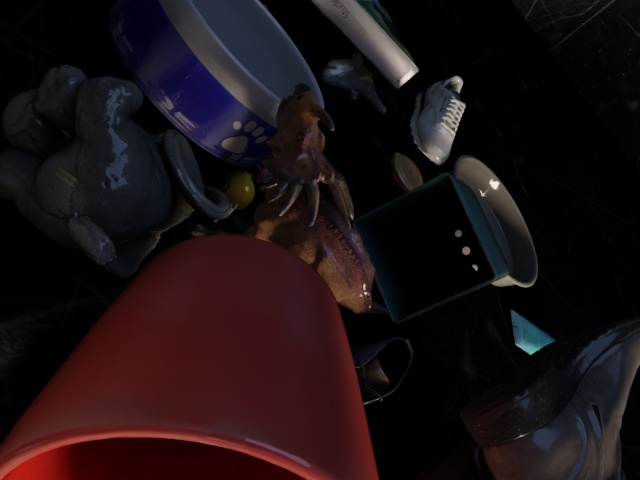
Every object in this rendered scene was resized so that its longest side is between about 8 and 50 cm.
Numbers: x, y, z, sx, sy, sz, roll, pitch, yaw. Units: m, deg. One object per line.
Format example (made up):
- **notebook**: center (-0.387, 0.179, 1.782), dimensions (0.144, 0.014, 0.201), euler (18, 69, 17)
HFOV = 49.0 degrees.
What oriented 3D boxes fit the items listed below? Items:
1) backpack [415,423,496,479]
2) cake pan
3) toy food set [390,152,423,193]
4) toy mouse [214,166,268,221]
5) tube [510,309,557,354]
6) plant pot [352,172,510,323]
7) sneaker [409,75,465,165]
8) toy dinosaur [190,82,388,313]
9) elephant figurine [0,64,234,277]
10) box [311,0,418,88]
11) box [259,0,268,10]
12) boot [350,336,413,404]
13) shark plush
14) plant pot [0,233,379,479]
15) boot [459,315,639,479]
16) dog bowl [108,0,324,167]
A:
- **backpack**: center (0.246, 0.343, 0.848), dimensions (0.263, 0.213, 0.277), euler (52, 38, 10)
- **cake pan**: center (0.337, -0.032, 1.415), dimensions (0.293, 0.054, 0.293), euler (34, 40, -35)
- **toy food set**: center (0.155, -0.118, 1.268), dimensions (0.083, 0.020, 0.082), euler (51, 34, -14)
- **toy mouse**: center (-0.061, -0.048, 0.907), dimensions (0.143, 0.031, 0.161), euler (39, 38, -30)
- **tube**: center (0.443, 0.213, 1.375), dimensions (0.207, 0.052, 0.080), euler (34, 35, -27)
- **plant pot**: center (0.196, 0.016, 1.093), dimensions (0.234, 0.166, 0.165), euler (4, 61, -62)
- **sneaker**: center (0.245, -0.249, 1.428), dimensions (0.090, 0.095, 0.235), euler (40, 39, -31)
- **toy dinosaur**: center (0.000, 0.000, 0.773), dimensions (0.295, 0.200, 0.127), euler (50, 51, -17)
- **elephant figurine**: center (-0.168, -0.052, 0.670), dimensions (0.239, 0.170, 0.185), euler (31, 69, -60)
- **box**: center (0.059, -0.431, 1.283), dimensions (0.232, 0.058, 0.322), euler (39, 25, -30)
- **box**: center (-0.163, -0.346, 1.003), dimensions (0.225, 0.037, 0.136), euler (27, 44, -38)
- **boot**: center (0.018, 0.157, 0.781), dimensions (0.219, 0.106, 0.082), euler (-21, 82, -58)
- **shark plush**: center (0.058, -0.273, 1.256), dimensions (0.161, 0.073, 0.067), euler (39, 61, -53)
- **plant pot**: center (-0.083, 0.141, 0.544), dimensions (0.275, 0.275, 0.243), euler (43, 26, -24)
- **boot**: center (0.300, 0.226, 0.765), dimensions (0.338, 0.118, 0.222), euler (-20, 81, -38)
- **dog bowl**: center (-0.119, -0.222, 0.850), dimensions (0.265, 0.104, 0.265), euler (44, 23, -24)
